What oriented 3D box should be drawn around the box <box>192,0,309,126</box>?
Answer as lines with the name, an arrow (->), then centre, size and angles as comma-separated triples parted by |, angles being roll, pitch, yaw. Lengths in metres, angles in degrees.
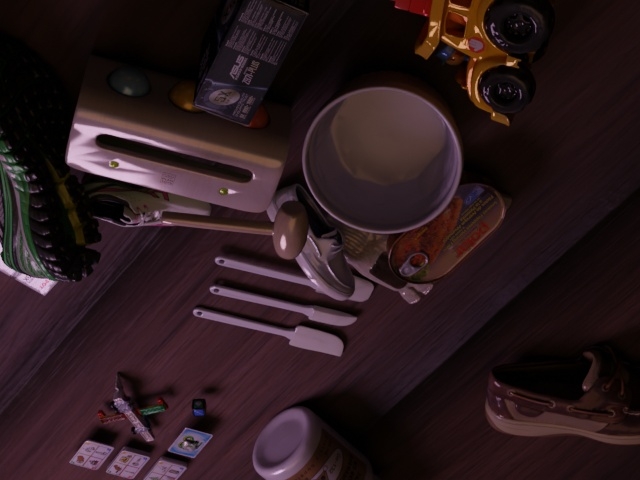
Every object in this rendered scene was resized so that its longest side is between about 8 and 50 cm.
box -> -0.084, -0.257, 1.653 | 0.078, 0.147, 0.180 | 20, 128, -16

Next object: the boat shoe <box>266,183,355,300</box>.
boat shoe -> 0.000, 0.000, 1.896 | 0.063, 0.066, 0.184 | -29, 96, 35

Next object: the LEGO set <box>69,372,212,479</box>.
LEGO set -> -0.279, 0.308, 2.205 | 0.183, 0.060, 0.244 | 19, 135, -21

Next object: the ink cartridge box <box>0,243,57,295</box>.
ink cartridge box -> -0.419, 0.004, 1.932 | 0.135, 0.056, 0.099 | 32, 122, -23

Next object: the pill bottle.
pill bottle -> 0.010, 0.381, 2.192 | 0.131, 0.131, 0.229 | -32, 123, 24

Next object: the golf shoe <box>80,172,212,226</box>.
golf shoe -> -0.243, -0.042, 1.875 | 0.186, 0.086, 0.067 | 7, 128, -7

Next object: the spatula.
spatula -> -0.057, 0.091, 2.029 | 0.242, 0.019, 0.168 | 15, 134, -10

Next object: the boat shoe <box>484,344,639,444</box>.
boat shoe -> 0.423, 0.227, 2.072 | 0.342, 0.123, 0.123 | 1, 131, 8

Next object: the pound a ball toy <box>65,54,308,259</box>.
pound a ball toy -> -0.158, -0.118, 1.731 | 0.319, 0.208, 0.135 | 14, 129, -10

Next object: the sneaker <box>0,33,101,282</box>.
sneaker -> -0.409, -0.102, 1.768 | 0.146, 0.134, 0.343 | -2, 110, 28

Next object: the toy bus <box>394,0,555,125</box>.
toy bus -> 0.179, -0.272, 1.652 | 0.212, 0.149, 0.220 | 13, 132, 7

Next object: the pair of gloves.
pair of gloves -> 0.127, -0.025, 1.913 | 0.204, 0.042, 0.240 | 30, 123, -22

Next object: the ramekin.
ramekin -> 0.085, -0.123, 1.764 | 0.207, 0.109, 0.207 | 3, 118, 7

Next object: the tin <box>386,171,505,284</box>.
tin -> 0.172, -0.016, 1.876 | 0.106, 0.040, 0.190 | 34, 115, -26
